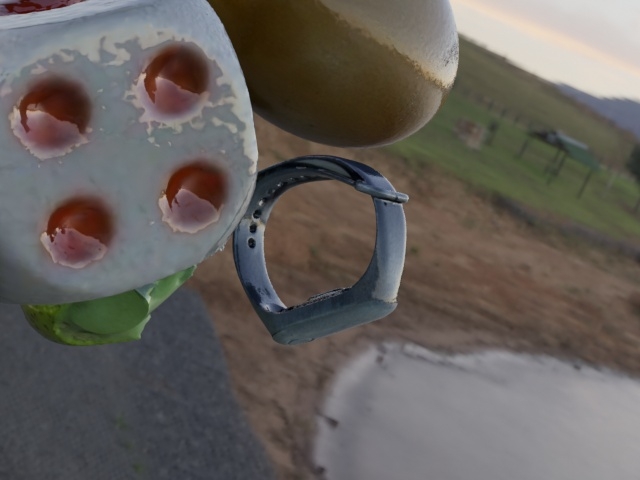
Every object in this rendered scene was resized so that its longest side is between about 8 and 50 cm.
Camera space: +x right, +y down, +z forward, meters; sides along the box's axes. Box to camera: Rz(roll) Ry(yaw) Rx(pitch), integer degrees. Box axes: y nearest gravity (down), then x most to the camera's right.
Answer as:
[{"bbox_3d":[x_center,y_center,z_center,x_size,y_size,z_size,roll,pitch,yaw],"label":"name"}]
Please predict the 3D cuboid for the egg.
[{"bbox_3d":[0.008,-0.264,1.414,0.351,0.282,0.282,38,5,-13],"label":"egg"}]

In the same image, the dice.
[{"bbox_3d":[-0.229,-0.098,1.079,0.259,0.251,0.243,-21,27,-26],"label":"dice"}]

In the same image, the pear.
[{"bbox_3d":[-0.328,0.011,1.636,0.176,0.282,0.286,14,42,-36],"label":"pear"}]

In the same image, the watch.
[{"bbox_3d":[0.000,0.000,1.212,0.206,0.193,0.068,-23,-20,34],"label":"watch"}]
